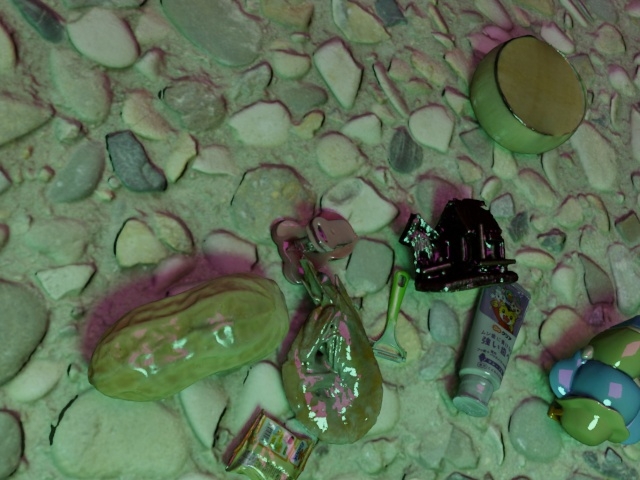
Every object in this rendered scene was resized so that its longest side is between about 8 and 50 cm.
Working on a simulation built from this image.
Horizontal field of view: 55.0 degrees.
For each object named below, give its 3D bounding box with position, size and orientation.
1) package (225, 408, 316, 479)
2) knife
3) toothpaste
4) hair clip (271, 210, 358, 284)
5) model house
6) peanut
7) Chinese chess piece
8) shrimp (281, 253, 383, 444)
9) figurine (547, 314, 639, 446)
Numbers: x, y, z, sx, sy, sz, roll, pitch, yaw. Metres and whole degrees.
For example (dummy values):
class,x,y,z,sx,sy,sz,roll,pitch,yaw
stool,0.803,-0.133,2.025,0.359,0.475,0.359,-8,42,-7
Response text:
class,x,y,z,sx,sy,sz,roll,pitch,yaw
package,-0.075,0.336,0.956,0.120,0.031,0.108,36,64,-12
knife,0.131,0.133,1.106,0.078,0.022,0.166,21,67,-21
toothpaste,0.320,0.181,1.144,0.114,0.073,0.299,35,56,-8
hair clip,-0.008,0.005,1.094,0.138,0.102,0.123,-14,78,-58
model house,0.245,0.005,1.126,0.203,0.141,0.164,-6,95,-27
peanut,-0.189,0.142,0.915,0.312,0.152,0.152,-17,79,-23
Chinese chess piece,0.451,-0.314,1.335,0.257,0.104,0.258,6,71,-18
shrimp,0.004,0.180,1.008,0.168,0.077,0.318,-20,89,-26
figurine,0.549,0.269,1.149,0.262,0.153,0.180,-36,113,-14
